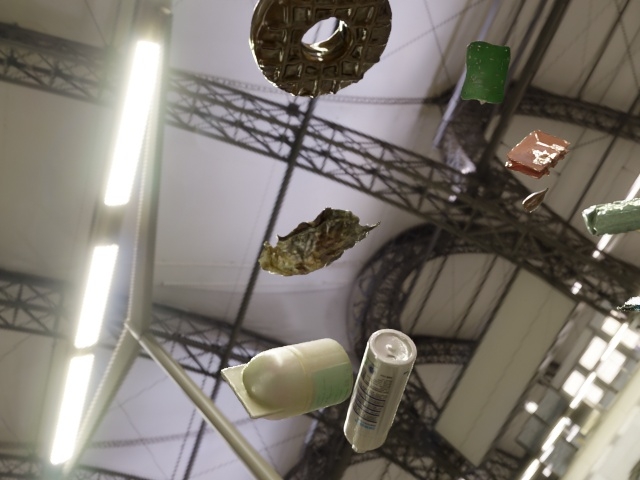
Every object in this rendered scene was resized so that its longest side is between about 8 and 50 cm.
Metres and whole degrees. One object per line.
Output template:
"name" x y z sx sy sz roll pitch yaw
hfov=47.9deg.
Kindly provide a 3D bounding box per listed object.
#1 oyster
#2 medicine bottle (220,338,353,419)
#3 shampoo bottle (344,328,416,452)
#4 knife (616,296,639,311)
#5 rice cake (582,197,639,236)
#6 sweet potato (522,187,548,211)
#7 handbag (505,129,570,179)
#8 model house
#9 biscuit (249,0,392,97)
"oyster" 0.003 0.009 1.854 0.275 0.100 0.271 7 -43 -21
"medicine bottle" -0.113 0.476 2.426 0.406 0.236 0.236 -6 -53 -38
"shampoo bottle" 0.105 0.305 1.372 0.092 0.092 0.303 -23 -41 -36
"knife" 0.740 0.131 1.505 0.044 0.026 0.296 -34 7 -20
"rice cake" 0.743 -0.067 1.556 0.066 0.336 0.063 66 -148 -22
"sweet potato" 0.747 -0.146 2.483 0.049 0.049 0.117 -19 -22 -40
"handbag" 0.775 -0.303 2.567 0.212 0.157 0.059 -38 -41 -31
"model house" 0.426 -0.422 1.884 0.088 0.117 0.167 75 -157 -77
"biscuit" 0.003 -0.458 1.571 0.331 0.103 0.332 -13 -37 -10
